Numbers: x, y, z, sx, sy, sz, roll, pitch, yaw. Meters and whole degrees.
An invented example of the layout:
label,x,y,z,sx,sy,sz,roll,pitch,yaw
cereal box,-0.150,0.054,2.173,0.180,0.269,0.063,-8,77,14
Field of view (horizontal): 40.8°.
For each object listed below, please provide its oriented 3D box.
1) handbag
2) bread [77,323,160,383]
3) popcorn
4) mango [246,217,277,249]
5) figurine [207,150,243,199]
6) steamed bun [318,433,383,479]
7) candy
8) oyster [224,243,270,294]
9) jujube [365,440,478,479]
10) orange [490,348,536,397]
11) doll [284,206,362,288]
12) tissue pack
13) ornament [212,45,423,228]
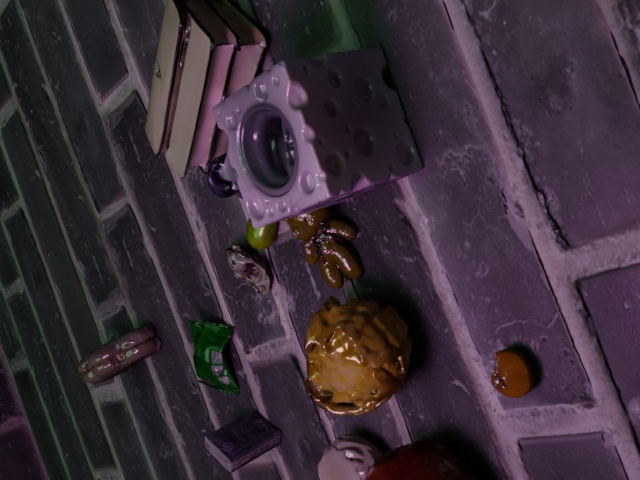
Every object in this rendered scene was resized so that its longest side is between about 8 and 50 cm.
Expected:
label,x,y,z,sx,sy,sz,roll,pitch,yaw
handbag,-0.271,-0.343,1.864,0.236,0.160,0.358,52,138,33
bread,-0.603,0.344,2.518,0.337,0.183,0.102,-31,88,51
popcorn,0.067,0.217,1.665,0.250,0.190,0.250,12,107,45
mango,-0.128,-0.031,1.902,0.073,0.056,0.108,41,120,27
figurine,-0.140,-0.132,1.813,0.222,0.145,0.145,20,120,42
steamed bun,0.082,0.493,1.824,0.183,0.106,0.182,18,114,46
candy,-0.279,0.299,2.197,0.141,0.078,0.203,22,126,44
oyster,-0.173,0.053,1.989,0.166,0.053,0.108,29,152,30
jujube,0.218,0.530,1.604,0.318,0.223,0.223,59,140,9
orange,0.324,0.228,1.463,0.086,0.062,0.086,21,121,40
doll,0.000,0.000,1.725,0.137,0.097,0.209,-35,86,40
tissue pack,-0.189,0.486,2.100,0.112,0.156,0.051,32,131,38
ornament,-0.008,-0.184,1.549,0.239,0.240,0.239,-19,90,51
